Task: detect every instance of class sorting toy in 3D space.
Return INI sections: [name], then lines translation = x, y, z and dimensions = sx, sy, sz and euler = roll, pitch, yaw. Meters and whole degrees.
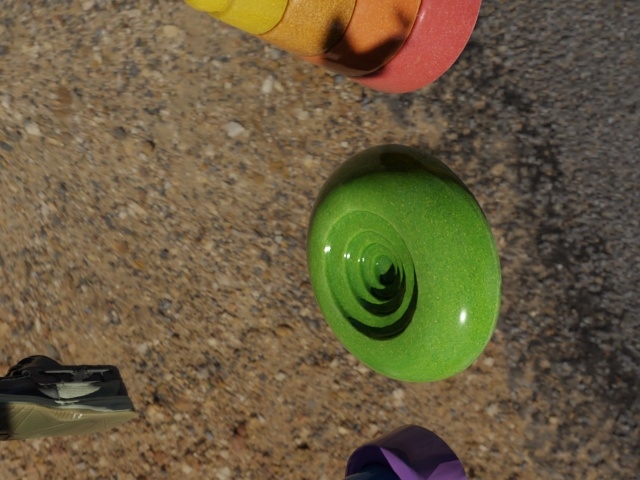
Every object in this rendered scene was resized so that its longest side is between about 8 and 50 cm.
[sorting toy]
translation = 0.000, 0.000, 0.451
dimensions = 0.126, 0.127, 0.366
euler = -15, 106, -40

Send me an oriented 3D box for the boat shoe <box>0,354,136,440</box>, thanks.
[boat shoe]
translation = -0.281, 0.150, 0.922
dimensions = 0.080, 0.073, 0.223
euler = -35, 152, 27
